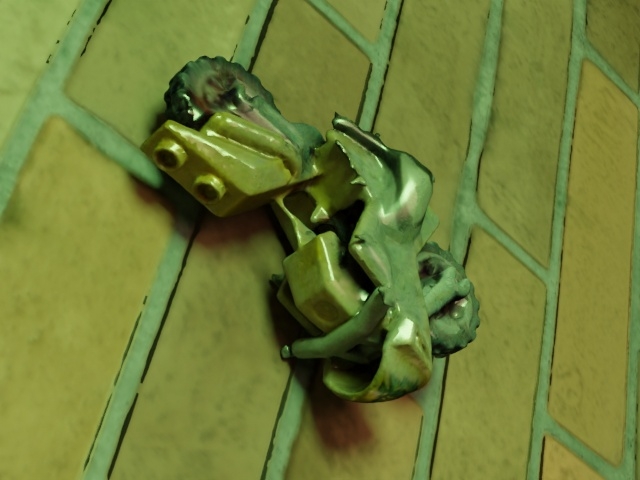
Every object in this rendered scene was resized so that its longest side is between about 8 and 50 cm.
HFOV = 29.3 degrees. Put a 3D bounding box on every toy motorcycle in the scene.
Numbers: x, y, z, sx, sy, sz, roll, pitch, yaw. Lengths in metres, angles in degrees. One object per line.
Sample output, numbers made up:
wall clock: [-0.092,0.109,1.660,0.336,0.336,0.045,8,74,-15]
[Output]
toy motorcycle: [0.000,0.000,0.665,0.229,0.094,0.129,41,45,-16]
